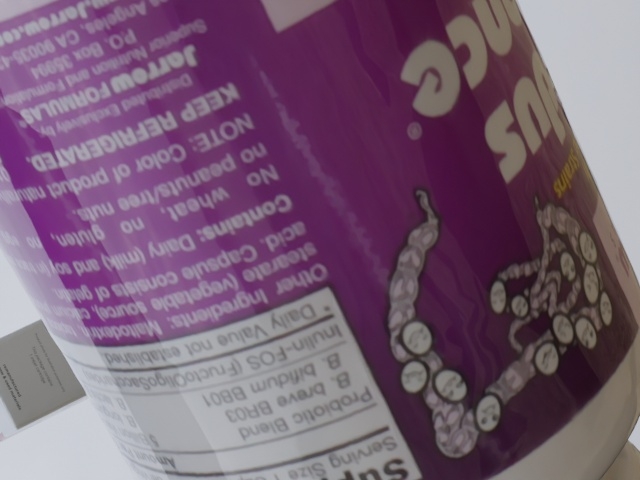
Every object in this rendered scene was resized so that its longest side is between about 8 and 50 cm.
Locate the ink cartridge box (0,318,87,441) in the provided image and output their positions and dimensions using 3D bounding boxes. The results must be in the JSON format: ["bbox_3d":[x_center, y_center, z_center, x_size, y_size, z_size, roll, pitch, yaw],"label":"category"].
[{"bbox_3d":[-0.197,0.092,1.332,0.072,0.175,0.127,62,157,3],"label":"ink cartridge box"}]

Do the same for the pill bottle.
[{"bbox_3d":[0.000,0.000,0.490,0.301,0.169,0.169,63,-151,-21],"label":"pill bottle"}]
